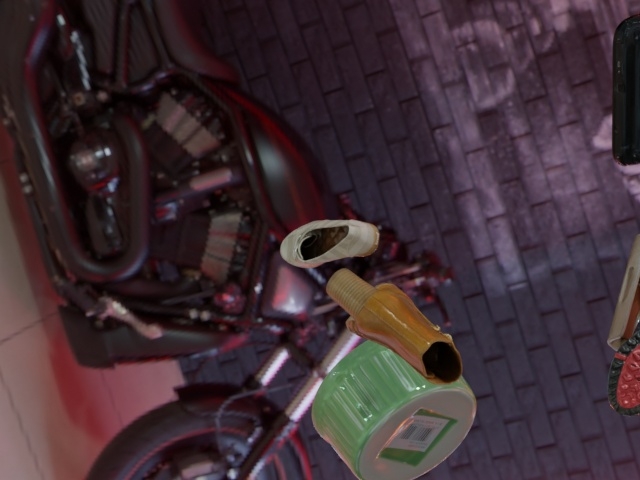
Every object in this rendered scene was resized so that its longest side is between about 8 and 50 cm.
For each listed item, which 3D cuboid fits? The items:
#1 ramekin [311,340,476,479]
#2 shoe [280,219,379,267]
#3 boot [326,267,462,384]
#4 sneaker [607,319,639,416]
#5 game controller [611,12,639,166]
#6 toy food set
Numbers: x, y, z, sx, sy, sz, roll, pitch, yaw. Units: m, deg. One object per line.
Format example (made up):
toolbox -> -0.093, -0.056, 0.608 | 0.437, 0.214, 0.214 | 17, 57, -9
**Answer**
ramekin -> 0.149, 0.327, 1.860 | 0.148, 0.303, 0.303 | 52, -2, 43
shoe -> 0.000, 0.000, 1.561 | 0.058, 0.219, 0.076 | 8, 77, -40
boot -> 0.135, 0.152, 1.505 | 0.211, 0.104, 0.295 | 39, 1, 28
sneaker -> 0.532, 0.179, 1.536 | 0.262, 0.104, 0.125 | -53, 156, -22
game controller -> 0.665, -0.309, 1.982 | 0.067, 0.166, 0.319 | 29, -44, 48
toy food set -> 0.683, 0.148, 1.852 | 0.306, 0.092, 0.219 | 31, 67, -24
